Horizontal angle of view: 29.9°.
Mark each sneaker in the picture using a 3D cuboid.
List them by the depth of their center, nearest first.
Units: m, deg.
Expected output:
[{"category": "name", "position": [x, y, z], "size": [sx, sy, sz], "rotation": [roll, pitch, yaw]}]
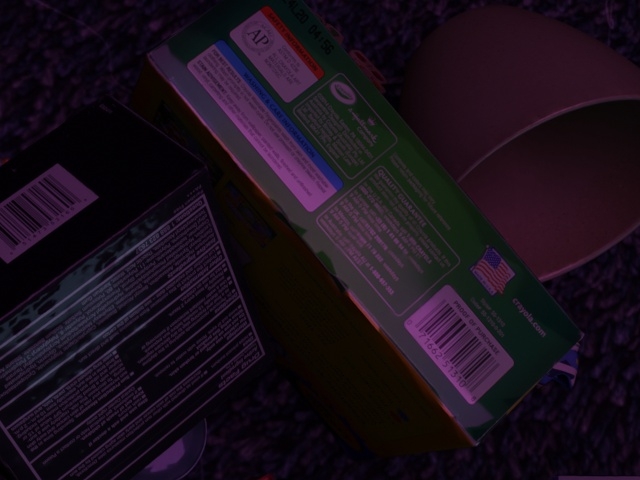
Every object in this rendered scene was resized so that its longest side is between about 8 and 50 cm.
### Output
[{"category": "sneaker", "position": [0.244, 0.148, 1.426], "size": [0.144, 0.053, 0.059], "rotation": [2, 80, -14]}]

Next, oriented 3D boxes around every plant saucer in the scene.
[{"category": "plant saucer", "position": [-0.184, 0.208, 1.308], "size": [0.119, 0.021, 0.119], "rotation": [3, 78, -15]}]

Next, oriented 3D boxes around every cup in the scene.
[{"category": "cup", "position": [0.216, -0.129, 1.367], "size": [0.331, 0.331, 0.237], "rotation": [-13, 57, -18]}]

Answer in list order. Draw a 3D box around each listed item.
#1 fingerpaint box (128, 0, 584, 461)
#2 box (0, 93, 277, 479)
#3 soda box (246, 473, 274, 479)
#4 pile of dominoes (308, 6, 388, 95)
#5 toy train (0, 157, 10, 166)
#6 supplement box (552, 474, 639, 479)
[{"category": "fingerpaint box", "position": [0.000, 0.000, 1.221], "size": [0.163, 0.371, 0.445], "rotation": [-40, 90, -20]}, {"category": "box", "position": [-0.233, 0.075, 1.164], "size": [0.296, 0.294, 0.183], "rotation": [-38, 49, -20]}, {"category": "soda box", "position": [-0.155, 0.341, 1.249], "size": [0.263, 0.092, 0.083], "rotation": [-26, 85, -19]}, {"category": "pile of dominoes", "position": [0.006, -0.215, 1.359], "size": [0.196, 0.040, 0.251], "rotation": [38, 27, -11]}, {"category": "toy train", "position": [-0.330, -0.004, 1.287], "size": [0.105, 0.080, 0.184], "rotation": [-6, 82, -8]}, {"category": "supplement box", "position": [0.333, 0.317, 1.318], "size": [0.114, 0.220, 0.111], "rotation": [-4, 77, 22]}]
